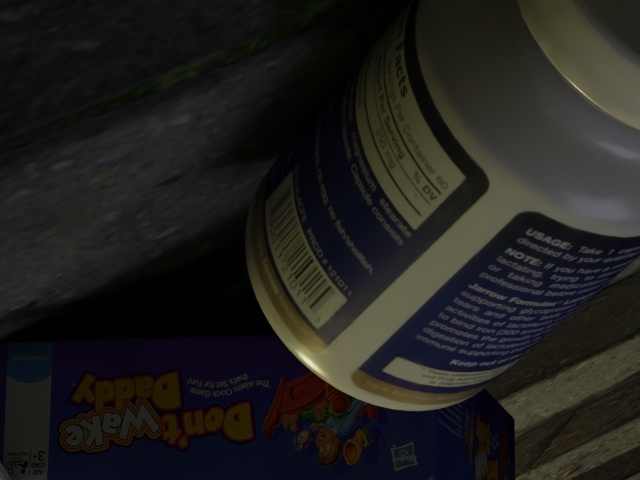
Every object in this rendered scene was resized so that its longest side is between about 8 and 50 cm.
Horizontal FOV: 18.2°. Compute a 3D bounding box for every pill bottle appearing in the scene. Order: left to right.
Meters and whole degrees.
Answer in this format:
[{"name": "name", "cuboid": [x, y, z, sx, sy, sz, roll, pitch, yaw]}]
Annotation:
[{"name": "pill bottle", "cuboid": [0.085, -0.043, 0.892, 0.153, 0.153, 0.265, -15, 160, -37]}]

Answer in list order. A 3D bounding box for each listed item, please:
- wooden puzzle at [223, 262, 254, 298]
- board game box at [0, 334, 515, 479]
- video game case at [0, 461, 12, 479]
[{"name": "wooden puzzle", "cuboid": [0.000, 0.000, 1.132, 0.078, 0.014, 0.116, -12, 158, -42]}, {"name": "board game box", "cuboid": [-0.020, 0.121, 1.176, 0.233, 0.078, 0.347, -2, 168, 12]}, {"name": "video game case", "cuboid": [-0.254, 0.142, 0.975, 0.201, 0.023, 0.183, -27, 131, -6]}]
